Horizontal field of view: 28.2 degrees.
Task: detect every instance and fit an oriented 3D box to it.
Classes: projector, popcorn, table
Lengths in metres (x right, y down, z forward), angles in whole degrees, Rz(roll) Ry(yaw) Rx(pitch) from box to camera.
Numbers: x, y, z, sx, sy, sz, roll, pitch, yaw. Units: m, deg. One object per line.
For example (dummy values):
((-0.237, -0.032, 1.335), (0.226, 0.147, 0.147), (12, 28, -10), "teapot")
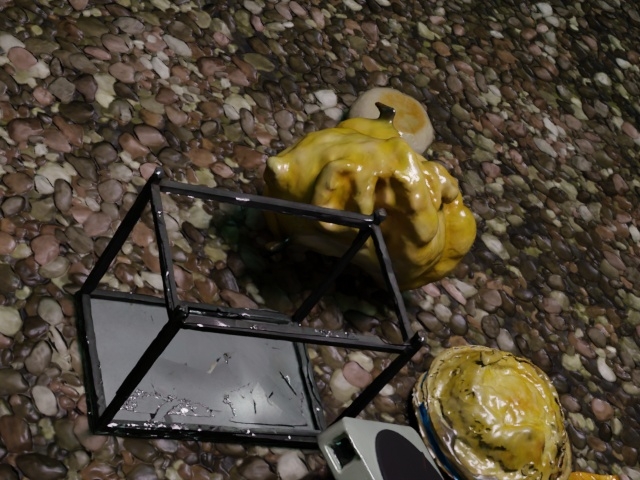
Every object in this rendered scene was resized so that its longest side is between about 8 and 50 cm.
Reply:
((0.111, 0.355, 1.617), (0.257, 0.079, 0.259), (62, 17, 22), "projector")
((0.061, -0.064, 1.857), (0.297, 0.280, 0.316), (15, -4, 30), "popcorn")
((-0.097, 0.097, 1.618), (0.335, 0.272, 0.222), (9, 48, -30), "table")

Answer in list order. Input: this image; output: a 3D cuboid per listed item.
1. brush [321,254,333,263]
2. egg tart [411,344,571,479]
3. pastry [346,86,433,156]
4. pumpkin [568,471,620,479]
((0.000, 0.000, 1.974), (0.016, 0.013, 0.083), (-1, 52, -33), "brush")
((0.264, 0.251, 1.861), (0.291, 0.107, 0.290), (20, 43, -20), "egg tart")
((0.117, -0.187, 2.172), (0.156, 0.092, 0.156), (13, 50, -16), "pastry")
((0.423, 0.378, 1.912), (0.101, 0.035, 0.073), (7, 47, -28), "pumpkin")
